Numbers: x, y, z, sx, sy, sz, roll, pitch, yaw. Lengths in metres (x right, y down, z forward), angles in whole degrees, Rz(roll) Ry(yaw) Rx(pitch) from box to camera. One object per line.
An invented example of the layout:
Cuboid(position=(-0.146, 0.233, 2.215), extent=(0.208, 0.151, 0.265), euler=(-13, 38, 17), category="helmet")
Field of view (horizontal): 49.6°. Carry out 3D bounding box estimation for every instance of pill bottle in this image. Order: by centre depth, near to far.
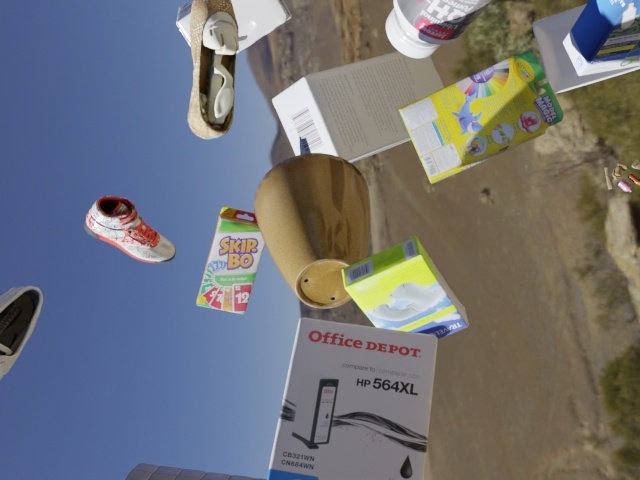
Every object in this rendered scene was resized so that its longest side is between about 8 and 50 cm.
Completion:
Cuboid(position=(0.255, -0.512, 1.401), extent=(0.318, 0.176, 0.176), euler=(135, 132, -63), category="pill bottle")

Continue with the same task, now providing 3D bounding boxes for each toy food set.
Cuboid(position=(0.735, -0.153, 1.631), extent=(0.019, 0.122, 0.078), euler=(47, -143, -73), category="toy food set")

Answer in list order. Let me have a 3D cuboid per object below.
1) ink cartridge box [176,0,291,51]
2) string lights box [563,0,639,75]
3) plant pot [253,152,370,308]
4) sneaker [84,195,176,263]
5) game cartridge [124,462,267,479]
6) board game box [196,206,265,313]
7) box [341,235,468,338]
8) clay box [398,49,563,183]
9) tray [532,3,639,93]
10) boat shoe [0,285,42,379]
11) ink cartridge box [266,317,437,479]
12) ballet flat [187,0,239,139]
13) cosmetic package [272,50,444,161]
Cuboid(position=(-0.161, -0.411, 1.247), extent=(0.100, 0.172, 0.237), euler=(55, -174, -26), category="ink cartridge box")
Cuboid(position=(0.494, -0.370, 1.063), extent=(0.260, 0.133, 0.077), euler=(100, 156, -67), category="string lights box")
Cuboid(position=(0.000, 0.000, 1.313), extent=(0.254, 0.237, 0.237), euler=(-103, 5, -51), category="plant pot")
Cuboid(position=(-0.518, -0.031, 1.939), extent=(0.145, 0.270, 0.090), euler=(-46, 25, 48), category="sneaker")
Cuboid(position=(-0.145, 0.483, 0.986), extent=(0.068, 0.230, 0.355), euler=(-42, -50, -60), category="game cartridge")
Cuboid(position=(-0.214, 0.051, 1.703), extent=(0.039, 0.124, 0.259), euler=(-122, 47, -69), category="board game box")
Cuboid(position=(0.117, 0.081, 0.906), extent=(0.178, 0.109, 0.042), euler=(51, -158, -37), category="box")
Cuboid(position=(0.250, -0.192, 1.082), extent=(0.053, 0.222, 0.127), euler=(17, -129, -78), category="clay box")
Cuboid(position=(0.548, -0.382, 1.297), extent=(0.030, 0.270, 0.145), euler=(-27, -79, -75), category="tray")
Cuboid(position=(-0.533, 0.177, 1.104), extent=(0.095, 0.084, 0.258), euler=(37, -127, -27), category="boat shoe")
Cuboid(position=(0.033, 0.191, 0.699), extent=(0.086, 0.148, 0.203), euler=(81, -163, -64), category="ink cartridge box")
Cuboid(position=(-0.133, -0.233, 0.910), extent=(0.067, 0.073, 0.206), euler=(26, 120, 47), category="ballet flat")
Cuboid(position=(0.123, -0.342, 1.811), extent=(0.161, 0.453, 0.230), euler=(-19, 94, 53), category="cosmetic package")
